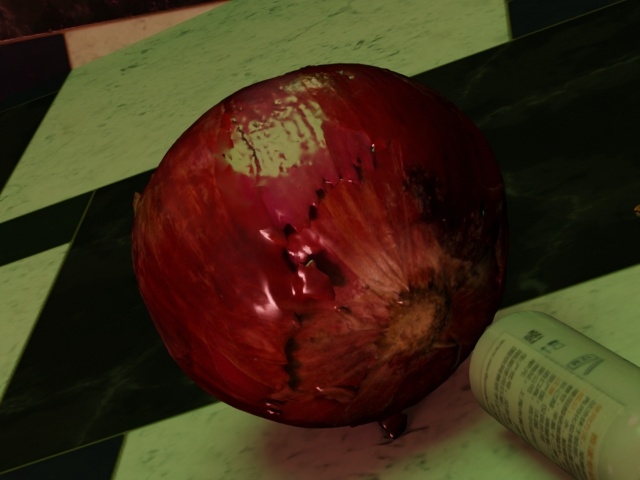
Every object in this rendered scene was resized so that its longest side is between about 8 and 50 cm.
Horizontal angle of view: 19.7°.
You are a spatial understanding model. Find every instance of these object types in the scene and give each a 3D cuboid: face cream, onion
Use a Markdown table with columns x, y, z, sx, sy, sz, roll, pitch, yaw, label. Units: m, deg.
| x | y | z | sx | sy | sz | roll | pitch | yaw | label |
| --- | --- | --- | --- | --- | --- | --- | --- | --- | --- |
| 0.179 | 0.114 | 1.117 | 0.082 | 0.082 | 0.269 | -28 | 22 | -12 | face cream |
| 0.000 | 0.000 | 1.299 | 0.276 | 0.276 | 0.276 | -20 | 21 | 8 | onion |

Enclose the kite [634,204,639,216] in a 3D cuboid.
| x | y | z | sx | sy | sz | roll | pitch | yaw | label |
| --- | --- | --- | --- | --- | --- | --- | --- | --- | --- |
| 0.412 | -0.051 | 1.366 | 0.377 | 0.013 | 0.327 | -11 | 24 | 24 | kite |
